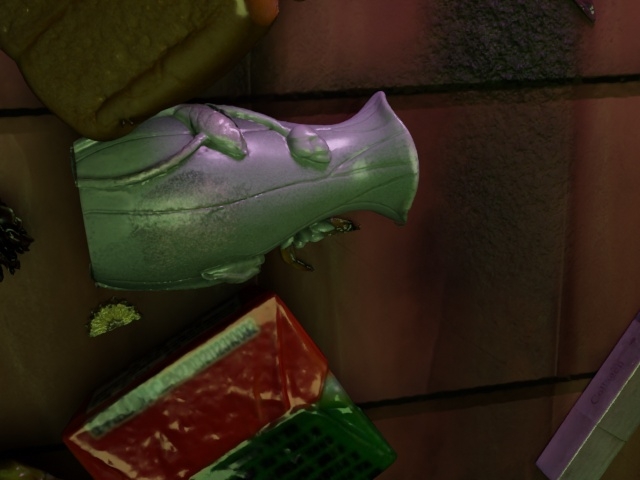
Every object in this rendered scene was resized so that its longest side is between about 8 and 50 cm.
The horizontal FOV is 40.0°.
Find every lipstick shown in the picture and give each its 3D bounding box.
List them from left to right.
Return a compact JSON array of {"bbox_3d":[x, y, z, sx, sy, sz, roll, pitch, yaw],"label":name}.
[{"bbox_3d":[0.506,0.258,1.480,0.079,0.076,0.371,31,95,-21],"label":"lipstick"}]

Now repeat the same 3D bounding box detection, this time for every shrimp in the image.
[{"bbox_3d":[0.000,0.000,1.314,0.127,0.025,0.091,-7,106,-7],"label":"shrimp"}]

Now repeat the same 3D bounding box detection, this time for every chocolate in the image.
[{"bbox_3d":[-0.129,0.278,1.286,0.360,0.161,0.341,-34,110,-4],"label":"chocolate"}]

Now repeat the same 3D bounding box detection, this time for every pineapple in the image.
[{"bbox_3d":[-0.304,0.108,1.273,0.083,0.019,0.045,-22,115,-8],"label":"pineapple"}]

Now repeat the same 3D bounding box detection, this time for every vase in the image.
[{"bbox_3d":[-0.094,-0.074,1.162,0.445,0.250,0.250,-11,107,-11],"label":"vase"}]

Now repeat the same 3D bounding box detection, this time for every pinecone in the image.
[{"bbox_3d":[-0.449,-0.001,1.140,0.140,0.140,0.121,49,65,-20],"label":"pinecone"}]

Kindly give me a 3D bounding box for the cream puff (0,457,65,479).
[{"bbox_3d":[-0.397,0.416,1.198,0.281,0.282,0.185,34,66,-19],"label":"cream puff"}]

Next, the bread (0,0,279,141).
[{"bbox_3d":[-0.224,-0.300,0.970,0.337,0.148,0.328,-31,103,32],"label":"bread"}]

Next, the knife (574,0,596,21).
[{"bbox_3d":[0.345,-0.423,1.292,0.035,0.018,0.247,-43,113,-3],"label":"knife"}]
